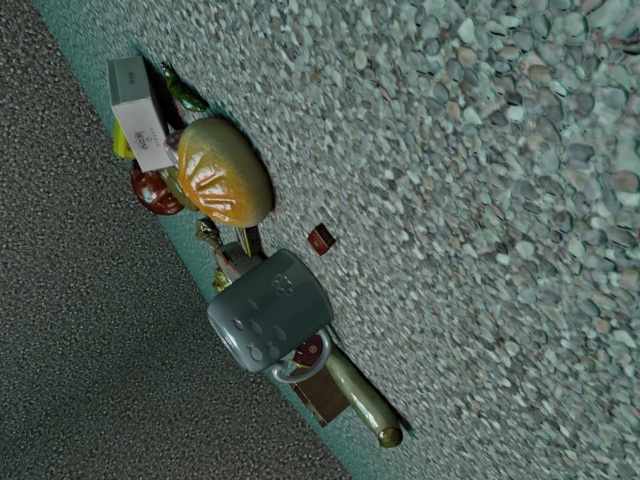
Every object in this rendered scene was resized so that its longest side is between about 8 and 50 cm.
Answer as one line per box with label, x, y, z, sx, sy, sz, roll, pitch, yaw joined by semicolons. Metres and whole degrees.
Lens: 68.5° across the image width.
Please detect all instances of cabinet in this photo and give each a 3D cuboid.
cabinet;-0.002;0.541;1.692;0.215;0.148;0.175;48;159;16

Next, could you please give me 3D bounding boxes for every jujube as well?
jujube;-0.631;-0.234;1.834;0.318;0.223;0.223;47;160;42

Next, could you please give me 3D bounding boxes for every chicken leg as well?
chicken leg;-0.465;-0.012;1.975;0.125;0.080;0.196;30;151;25

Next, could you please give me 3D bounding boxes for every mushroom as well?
mushroom;0.120;0.458;1.384;0.333;0.087;0.107;46;153;33

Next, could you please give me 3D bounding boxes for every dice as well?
dice;-0.405;-0.269;1.406;0.094;0.093;0.091;44;157;25

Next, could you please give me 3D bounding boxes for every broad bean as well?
broad bean;-0.349;-0.372;1.188;0.195;0.046;0.061;50;162;19

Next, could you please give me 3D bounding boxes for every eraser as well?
eraser;-0.740;-0.426;1.797;0.158;0.069;0.226;27;113;51

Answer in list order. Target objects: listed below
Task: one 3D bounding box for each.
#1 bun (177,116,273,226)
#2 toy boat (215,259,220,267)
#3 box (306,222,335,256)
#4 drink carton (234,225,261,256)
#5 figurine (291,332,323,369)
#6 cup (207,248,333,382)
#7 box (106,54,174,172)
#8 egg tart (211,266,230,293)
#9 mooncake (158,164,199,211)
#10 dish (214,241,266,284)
bun;-0.259;-0.151;1.161;0.299;0.165;0.299;45;156;27
toy boat;-0.414;0.096;2.043;0.172;0.066;0.065;22;139;55
box;0.000;0.000;1.017;0.051;0.023;0.082;54;160;7
drink carton;-0.228;-0.024;1.449;0.071;0.056;0.165;42;156;24
figurine;-0.044;0.315;1.454;0.098;0.154;0.082;17;176;-20
cup;-0.124;0.244;1.318;0.356;0.274;0.259;60;160;-10
box;-0.536;-0.377;1.421;0.274;0.116;0.203;89;164;-57
egg tart;-0.449;0.231;2.287;0.241;0.106;0.241;41;156;23
mooncake;-0.456;-0.199;1.607;0.235;0.117;0.234;43;154;27
dish;-0.243;0.108;1.598;0.256;0.117;0.256;45;157;25
